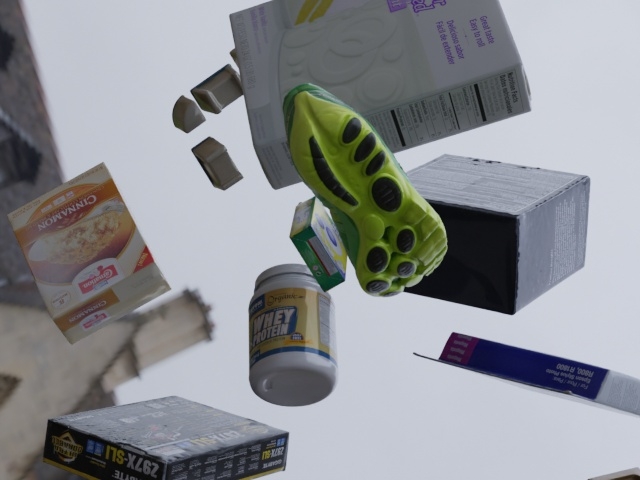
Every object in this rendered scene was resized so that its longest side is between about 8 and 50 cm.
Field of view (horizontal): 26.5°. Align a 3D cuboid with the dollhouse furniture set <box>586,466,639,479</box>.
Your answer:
[{"bbox_3d":[0.448,0.329,1.734,0.151,0.144,0.123,54,-53,31],"label":"dollhouse furniture set"}]

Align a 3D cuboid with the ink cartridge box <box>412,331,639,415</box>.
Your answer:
[{"bbox_3d":[0.379,0.222,2.273,0.324,0.330,0.071,11,-98,44],"label":"ink cartridge box"}]

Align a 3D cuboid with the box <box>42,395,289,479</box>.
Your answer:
[{"bbox_3d":[-0.247,0.334,2.213,0.257,0.322,0.079,14,-80,33],"label":"box"}]

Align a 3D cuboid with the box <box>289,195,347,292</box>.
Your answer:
[{"bbox_3d":[0.000,0.000,2.070,0.105,0.043,0.179,58,10,-15],"label":"box"}]

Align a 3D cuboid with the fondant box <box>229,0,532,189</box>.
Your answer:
[{"bbox_3d":[0.068,-0.221,1.675,0.096,0.330,0.238,67,8,-52],"label":"fondant box"}]

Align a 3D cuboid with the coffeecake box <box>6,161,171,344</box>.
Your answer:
[{"bbox_3d":[-0.289,0.014,1.692,0.185,0.142,0.068,58,-5,36],"label":"coffeecake box"}]

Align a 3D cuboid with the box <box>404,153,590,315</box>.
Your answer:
[{"bbox_3d":[0.265,-0.017,2.335,0.296,0.294,0.182,11,-70,32],"label":"box"}]

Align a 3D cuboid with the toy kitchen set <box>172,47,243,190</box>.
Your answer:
[{"bbox_3d":[-0.135,-0.211,2.267,0.166,0.207,0.122,59,-11,-25],"label":"toy kitchen set"}]

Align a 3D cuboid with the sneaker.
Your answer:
[{"bbox_3d":[0.046,-0.053,1.403,0.295,0.109,0.123,61,3,-45],"label":"sneaker"}]

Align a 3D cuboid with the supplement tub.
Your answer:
[{"bbox_3d":[-0.045,0.152,2.205,0.144,0.144,0.199,103,-12,-52],"label":"supplement tub"}]
